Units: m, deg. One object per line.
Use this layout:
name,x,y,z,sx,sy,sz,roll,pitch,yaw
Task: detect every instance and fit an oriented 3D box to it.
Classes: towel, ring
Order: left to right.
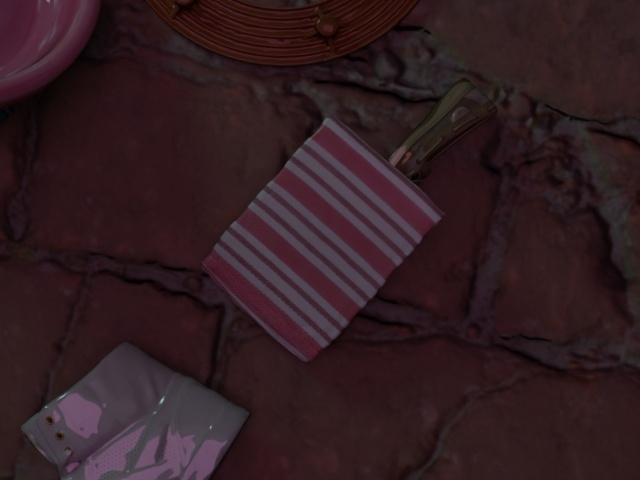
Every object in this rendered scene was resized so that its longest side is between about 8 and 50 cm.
ring,-0.037,-0.336,1.058,0.336,0.032,0.336,0,87,-3
towel,0.000,0.000,1.013,0.144,0.029,0.197,42,100,2

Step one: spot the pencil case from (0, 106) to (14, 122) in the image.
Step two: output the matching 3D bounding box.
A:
pencil case,-0.356,-0.086,1.005,0.152,0.070,0.064,-47,56,-4

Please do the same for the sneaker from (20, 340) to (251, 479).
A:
sneaker,-0.211,0.234,0.976,0.169,0.108,0.292,33,75,2

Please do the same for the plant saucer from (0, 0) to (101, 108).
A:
plant saucer,-0.357,-0.249,0.944,0.332,0.084,0.332,16,60,-30

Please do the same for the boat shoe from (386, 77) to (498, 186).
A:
boat shoe,0.105,-0.086,1.036,0.048,0.056,0.153,40,78,5
